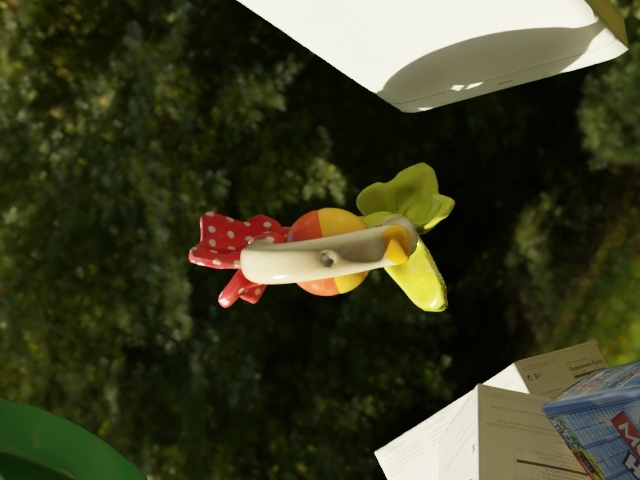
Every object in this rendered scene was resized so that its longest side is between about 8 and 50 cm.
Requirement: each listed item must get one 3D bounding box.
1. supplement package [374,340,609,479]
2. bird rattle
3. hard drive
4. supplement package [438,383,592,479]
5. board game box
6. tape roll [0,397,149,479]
[{"bbox_3d":[0.245,0.263,1.770,0.204,0.145,0.262,-7,-25,-50],"label":"supplement package"},{"bbox_3d":[0.000,0.000,1.272,0.207,0.253,0.143,-59,-31,-87],"label":"bird rattle"},{"bbox_3d":[0.098,-0.201,1.153,0.353,0.233,0.047,24,-123,-59],"label":"hard drive"},{"bbox_3d":[0.207,0.298,1.445,0.139,0.133,0.244,113,165,-50],"label":"supplement package"},{"bbox_3d":[0.256,0.151,0.922,0.060,0.194,0.194,-30,-15,-19],"label":"board game box"},{"bbox_3d":[-0.217,0.244,0.751,0.321,0.321,0.077,-62,16,9],"label":"tape roll"}]
